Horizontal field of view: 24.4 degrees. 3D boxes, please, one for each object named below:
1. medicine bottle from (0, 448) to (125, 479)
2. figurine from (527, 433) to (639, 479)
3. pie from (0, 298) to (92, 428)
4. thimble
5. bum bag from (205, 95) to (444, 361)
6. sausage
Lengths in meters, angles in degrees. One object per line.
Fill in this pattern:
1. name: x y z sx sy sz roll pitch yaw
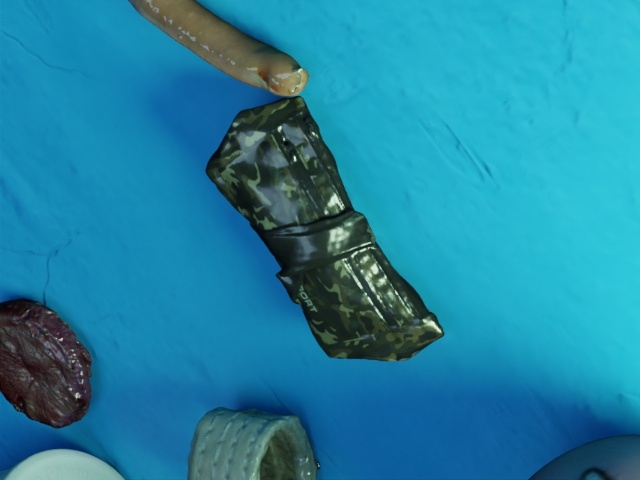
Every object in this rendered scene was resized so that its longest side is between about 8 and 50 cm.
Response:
1. medicine bottle: -0.344 0.357 1.605 0.332 0.190 0.190 -31 96 44
2. figurine: 0.238 0.261 1.103 0.269 0.211 0.261 -35 132 14
3. pie: -0.294 0.127 1.531 0.154 0.036 0.154 19 127 27
4. thimble: -0.065 0.215 1.371 0.090 0.102 0.115 3 89 36
5. bum bag: -0.001 0.001 1.209 0.102 0.069 0.248 -31 96 8
6. sausage: -0.086 -0.167 1.189 0.176 0.040 0.047 35 126 14
